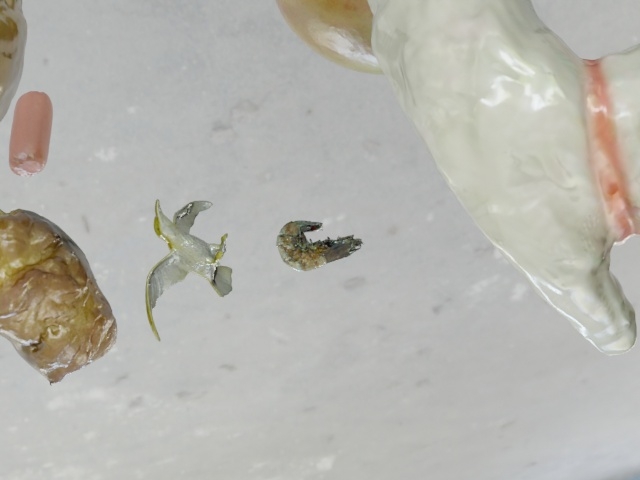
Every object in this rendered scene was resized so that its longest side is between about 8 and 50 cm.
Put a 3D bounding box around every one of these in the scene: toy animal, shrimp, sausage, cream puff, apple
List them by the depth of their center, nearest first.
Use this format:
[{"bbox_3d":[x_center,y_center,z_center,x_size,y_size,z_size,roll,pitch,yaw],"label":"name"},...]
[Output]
[{"bbox_3d":[0.163,-0.123,0.651,0.266,0.307,0.188,28,130,-24],"label":"toy animal"},{"bbox_3d":[-0.161,0.003,1.173,0.095,0.219,0.155,10,140,9],"label":"toy animal"},{"bbox_3d":[-0.370,0.062,1.188,0.155,0.241,0.269,-47,144,-13],"label":"cream puff"},{"bbox_3d":[0.000,0.000,1.436,0.161,0.091,0.034,-11,156,-37],"label":"shrimp"},{"bbox_3d":[0.095,-0.423,1.441,0.338,0.305,0.338,-43,154,-27],"label":"apple"},{"bbox_3d":[-0.464,-0.173,1.471,0.062,0.154,0.062,-3,147,-2],"label":"sausage"}]

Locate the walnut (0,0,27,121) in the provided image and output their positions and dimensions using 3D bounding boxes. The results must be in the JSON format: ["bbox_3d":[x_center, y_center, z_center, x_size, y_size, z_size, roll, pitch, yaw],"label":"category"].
[{"bbox_3d":[-0.422,-0.200,0.824,0.333,0.332,0.332,-15,150,-9],"label":"walnut"}]
